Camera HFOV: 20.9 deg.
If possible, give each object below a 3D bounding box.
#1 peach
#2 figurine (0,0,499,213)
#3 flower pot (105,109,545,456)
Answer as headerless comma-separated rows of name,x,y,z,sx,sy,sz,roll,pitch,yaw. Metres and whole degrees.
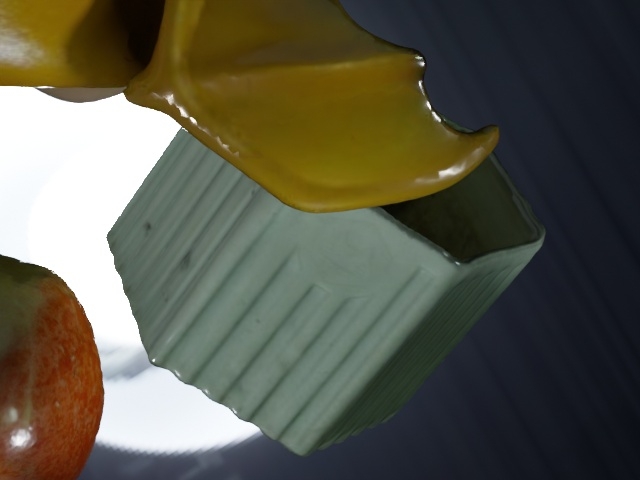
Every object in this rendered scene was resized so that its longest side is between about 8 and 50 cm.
peach,-0.292,0.115,1.464,0.232,0.232,0.257,-29,-163,20
figurine,-0.096,-0.225,0.877,0.387,0.401,0.268,-12,-155,-3
flower pot,0.000,0.000,1.147,0.190,0.239,0.209,-53,-168,25
